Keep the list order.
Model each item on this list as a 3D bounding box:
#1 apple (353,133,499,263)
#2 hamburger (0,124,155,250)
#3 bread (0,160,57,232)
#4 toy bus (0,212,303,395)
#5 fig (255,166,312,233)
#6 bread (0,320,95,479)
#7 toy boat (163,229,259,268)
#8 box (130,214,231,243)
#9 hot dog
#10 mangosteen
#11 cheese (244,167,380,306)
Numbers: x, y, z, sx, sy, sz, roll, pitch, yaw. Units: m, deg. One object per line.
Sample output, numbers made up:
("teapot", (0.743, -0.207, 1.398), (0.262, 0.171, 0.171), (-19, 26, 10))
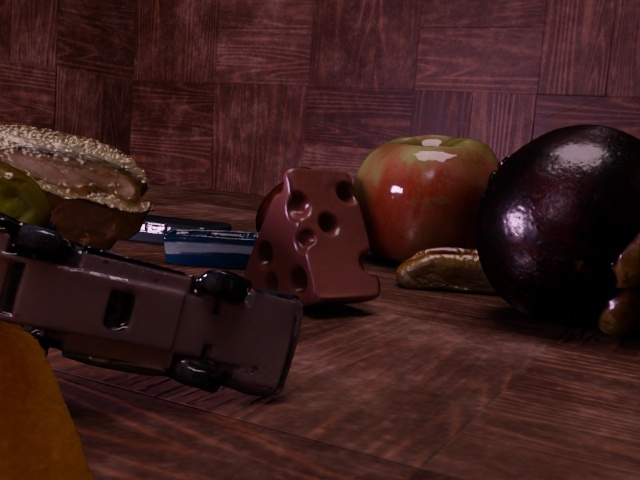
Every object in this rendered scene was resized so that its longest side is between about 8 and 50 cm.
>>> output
("apple", (0.226, -0.080, 1.660), (0.319, 0.277, 0.319), (-1, 15, 0))
("hamburger", (-0.486, -0.070, 1.353), (0.329, 0.209, 0.162), (11, 45, -40))
("bread", (-0.529, -0.027, 1.045), (0.251, 0.209, 0.376), (-9, 18, -44))
("toy bus", (-0.181, 0.057, 0.676), (0.316, 0.113, 0.138), (19, -7, -25))
("fig", (-0.035, -0.053, 1.580), (0.205, 0.205, 0.205), (4, 7, 0))
("bread", (-0.216, 0.099, 0.403), (0.260, 0.134, 0.129), (10, 8, 41))
("toy boat", (-0.141, 0.019, 1.440), (0.299, 0.062, 0.096), (3, 6, -2))
("box", (-0.326, -0.022, 1.711), (0.230, 0.050, 0.160), (7, 7, 16))
("hot dog", (0.255, 0.053, 1.362), (0.242, 0.073, 0.084), (4, 12, 2))
("mangosteen", (0.392, 0.000, 1.112), (0.347, 0.307, 0.306), (43, 27, 29))
("cheese", (0.004, 0.027, 1.126), (0.128, 0.203, 0.177), (1, 36, -38))
